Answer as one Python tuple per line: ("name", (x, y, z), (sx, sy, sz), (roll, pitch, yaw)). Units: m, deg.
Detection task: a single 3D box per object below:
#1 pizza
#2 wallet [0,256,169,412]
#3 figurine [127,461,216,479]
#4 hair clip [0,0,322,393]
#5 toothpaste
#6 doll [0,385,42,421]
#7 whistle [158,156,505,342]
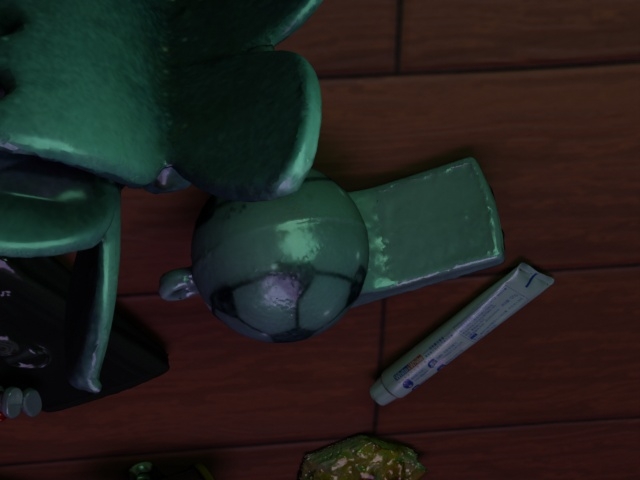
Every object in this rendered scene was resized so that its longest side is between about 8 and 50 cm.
("pizza", (0.033, 0.255, 1.615), (0.160, 0.035, 0.099), (-21, 135, 14))
("wallet", (-0.267, 0.088, 1.390), (0.169, 0.052, 0.245), (-24, 137, 23))
("figurine", (-0.181, 0.276, 1.560), (0.154, 0.098, 0.082), (-15, 144, -22))
("hair clip", (-0.172, -0.114, 0.998), (0.238, 0.318, 0.392), (28, 128, -29))
("toothpaste", (0.131, 0.093, 1.462), (0.052, 0.033, 0.218), (28, 124, -37))
("doll", (-0.343, 0.172, 1.441), (0.180, 0.079, 0.094), (-21, 166, 27))
("whistle", (0.000, 0.000, 1.256), (0.290, 0.163, 0.163), (-18, 136, 9))
